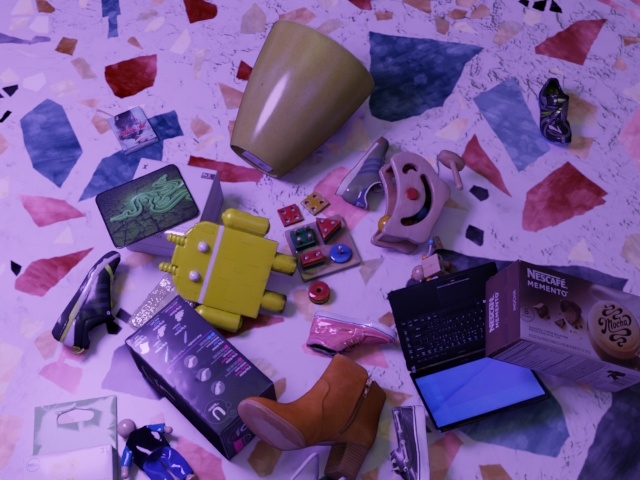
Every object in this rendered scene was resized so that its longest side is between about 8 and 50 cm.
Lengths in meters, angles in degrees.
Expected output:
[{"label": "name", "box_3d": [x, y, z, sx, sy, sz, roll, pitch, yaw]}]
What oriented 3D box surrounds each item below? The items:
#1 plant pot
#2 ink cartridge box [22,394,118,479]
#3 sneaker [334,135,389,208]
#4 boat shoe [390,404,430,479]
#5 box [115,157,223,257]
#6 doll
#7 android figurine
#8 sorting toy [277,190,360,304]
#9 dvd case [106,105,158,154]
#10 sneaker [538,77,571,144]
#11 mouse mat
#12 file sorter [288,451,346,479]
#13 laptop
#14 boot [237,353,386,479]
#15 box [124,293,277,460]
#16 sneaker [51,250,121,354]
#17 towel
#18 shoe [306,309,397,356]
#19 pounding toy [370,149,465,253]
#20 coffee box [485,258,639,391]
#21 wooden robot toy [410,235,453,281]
[{"label": "plant pot", "box_3d": [-0.069, -0.297, 1.925, 0.275, 0.275, 0.293, 29, 80, 18]}, {"label": "ink cartridge box", "box_3d": [-0.474, 0.409, 1.619, 0.171, 0.056, 0.235, -8, 61, -2]}, {"label": "sneaker", "box_3d": [0.118, -0.147, 1.928, 0.086, 0.064, 0.192, 37, 63, 7]}, {"label": "boat shoe", "box_3d": [0.165, 0.412, 1.585, 0.070, 0.077, 0.219, -1, 51, 1]}, {"label": "box", "box_3d": [-0.325, -0.066, 1.857, 0.181, 0.119, 0.181, 10, 60, 8]}, {"label": "doll", "box_3d": [-0.324, 0.409, 1.616, 0.129, 0.046, 0.189, -40, 66, -21]}, {"label": "android figurine", "box_3d": [-0.191, 0.058, 1.744, 0.273, 0.056, 0.248, 18, 91, -13]}, {"label": "sorting toy", "box_3d": [0.000, 0.000, 1.849, 0.132, 0.046, 0.274, -17, 60, -8]}, {"label": "dvd case", "box_3d": [-0.452, -0.266, 2.041, 0.087, 0.013, 0.119, -25, 62, -12]}, {"label": "sneaker", "box_3d": [0.548, -0.302, 1.990, 0.067, 0.078, 0.188, -2, 60, 1]}, {"label": "mouse mat", "box_3d": [-0.367, -0.074, 1.791, 0.190, 0.007, 0.152, -24, 61, -11]}, {"label": "file sorter", "box_3d": [0.038, 0.530, 1.450, 0.278, 0.192, 0.173, 36, 64, 21]}, {"label": "laptop", "box_3d": [0.286, 0.202, 1.659, 0.234, 0.136, 0.264, -16, 96, -8]}, {"label": "boot", "box_3d": [-0.008, 0.297, 1.579, 0.295, 0.104, 0.211, 39, 53, -25]}, {"label": "box", "box_3d": [-0.225, 0.263, 1.630, 0.270, 0.165, 0.143, 39, 67, 22]}, {"label": "sneaker", "box_3d": [-0.468, 0.133, 1.783, 0.097, 0.084, 0.234, 31, 64, -8]}, {"label": "towel", "box_3d": [-0.323, 0.144, 1.785, 0.110, 0.027, 0.148, 28, 64, 16]}, {"label": "shoe", "box_3d": [0.061, 0.201, 1.720, 0.178, 0.063, 0.081, 12, 62, 15]}, {"label": "pounding toy", "box_3d": [0.204, -0.113, 1.824, 0.154, 0.155, 0.269, 32, 63, -6]}, {"label": "coffee box", "box_3d": [0.474, 0.166, 1.632, 0.297, 0.119, 0.168, 17, 58, -15]}, {"label": "wooden robot toy", "box_3d": [0.233, 0.075, 1.799, 0.079, 0.076, 0.173, -25, 55, 28]}]
